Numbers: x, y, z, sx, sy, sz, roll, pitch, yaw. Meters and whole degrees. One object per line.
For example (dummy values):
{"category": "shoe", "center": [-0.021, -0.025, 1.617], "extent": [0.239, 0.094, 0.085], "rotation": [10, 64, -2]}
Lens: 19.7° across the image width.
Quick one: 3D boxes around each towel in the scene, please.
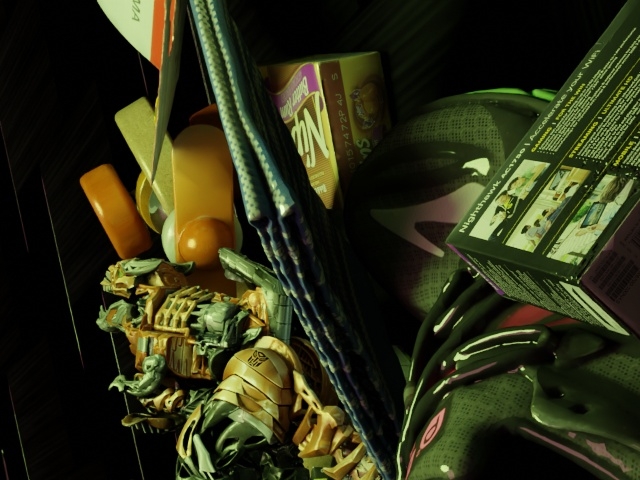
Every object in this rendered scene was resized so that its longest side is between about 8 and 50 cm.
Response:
{"category": "towel", "center": [0.000, 0.000, 1.158], "extent": [0.336, 0.040, 0.243], "rotation": [65, -174, -48]}

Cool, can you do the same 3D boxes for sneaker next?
{"category": "sneaker", "center": [0.115, 0.071, 0.914], "extent": [0.483, 0.202, 0.185], "rotation": [-128, 34, -51]}

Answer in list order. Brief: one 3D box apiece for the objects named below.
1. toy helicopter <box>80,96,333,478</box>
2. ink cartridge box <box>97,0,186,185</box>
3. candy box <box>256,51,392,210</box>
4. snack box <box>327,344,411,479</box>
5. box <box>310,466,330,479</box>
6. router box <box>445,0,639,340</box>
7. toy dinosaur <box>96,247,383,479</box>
{"category": "toy helicopter", "center": [-0.067, 0.040, 1.494], "extent": [0.355, 0.140, 0.235], "rotation": [61, 174, 6]}
{"category": "ink cartridge box", "center": [-0.136, -0.278, 1.397], "extent": [0.385, 0.091, 0.308], "rotation": [-86, 4, -48]}
{"category": "candy box", "center": [-0.003, -0.083, 1.378], "extent": [0.186, 0.053, 0.109], "rotation": [-166, 64, -70]}
{"category": "snack box", "center": [0.044, 0.158, 1.341], "extent": [0.100, 0.037, 0.141], "rotation": [-128, 47, -62]}
{"category": "box", "center": [0.026, 0.285, 1.392], "extent": [0.232, 0.058, 0.087], "rotation": [-97, 12, -48]}
{"category": "router box", "center": [0.149, -0.047, 0.825], "extent": [0.046, 0.179, 0.133], "rotation": [41, 172, -21]}
{"category": "toy dinosaur", "center": [-0.058, 0.132, 1.318], "extent": [0.322, 0.164, 0.218], "rotation": [42, 112, 53]}
